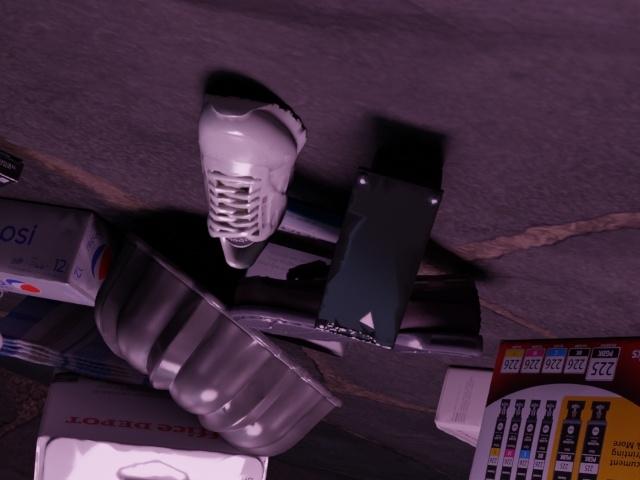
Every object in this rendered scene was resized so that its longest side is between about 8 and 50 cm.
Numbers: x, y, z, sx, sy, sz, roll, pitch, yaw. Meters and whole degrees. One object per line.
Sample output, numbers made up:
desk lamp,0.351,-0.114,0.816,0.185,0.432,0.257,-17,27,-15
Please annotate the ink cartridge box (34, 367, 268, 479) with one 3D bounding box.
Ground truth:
ink cartridge box,-0.229,0.259,1.684,0.285,0.166,0.395,6,-162,-7

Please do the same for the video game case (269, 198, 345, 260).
video game case,0.000,0.000,1.306,0.119,0.015,0.166,18,163,-9

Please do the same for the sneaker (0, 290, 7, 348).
sneaker,-0.462,0.063,1.656,0.292,0.169,0.108,18,145,52

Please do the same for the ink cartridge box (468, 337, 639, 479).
ink cartridge box,0.325,0.258,1.396,0.130,0.272,0.309,26,160,-32

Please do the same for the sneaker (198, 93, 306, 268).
sneaker,-0.065,-0.050,1.071,0.090,0.095,0.235,14,162,9

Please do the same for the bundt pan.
bundt pan,-0.138,0.137,1.459,0.331,0.124,0.331,39,173,6

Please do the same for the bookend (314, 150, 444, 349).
bookend,0.056,-0.016,1.072,0.072,0.156,0.157,16,119,0

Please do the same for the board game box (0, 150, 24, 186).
board game box,-0.428,-0.090,1.382,0.126,0.026,0.186,27,160,-31

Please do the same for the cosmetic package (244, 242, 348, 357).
cosmetic package,-0.019,0.069,1.378,0.117,0.086,0.231,16,169,4

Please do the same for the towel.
towel,-0.301,0.117,1.698,0.285,0.209,0.034,9,120,19

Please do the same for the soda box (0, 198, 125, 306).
soda box,-0.395,0.006,1.536,0.286,0.098,0.091,8,160,24

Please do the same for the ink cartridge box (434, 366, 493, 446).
ink cartridge box,0.292,0.245,1.695,0.217,0.092,0.158,-2,156,41

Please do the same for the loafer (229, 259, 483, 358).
loafer,0.041,0.056,1.213,0.302,0.095,0.109,13,168,-37
